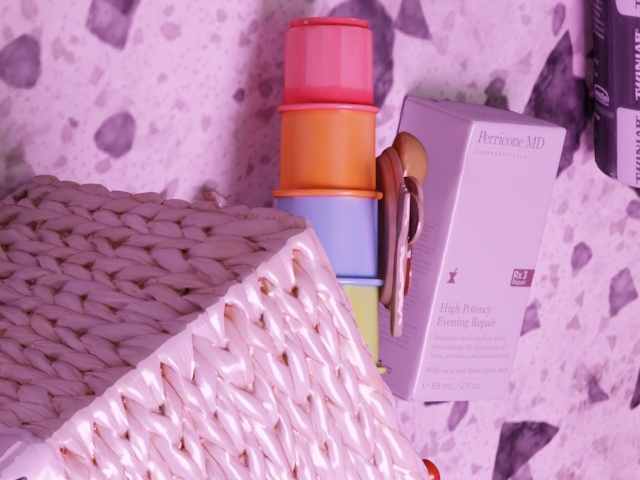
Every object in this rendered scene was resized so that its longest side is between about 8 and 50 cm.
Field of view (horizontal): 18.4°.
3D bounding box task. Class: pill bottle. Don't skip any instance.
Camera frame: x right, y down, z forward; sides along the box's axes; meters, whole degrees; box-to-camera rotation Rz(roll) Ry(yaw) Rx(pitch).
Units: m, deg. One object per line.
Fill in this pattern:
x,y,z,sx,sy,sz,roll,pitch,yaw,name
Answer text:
0.292,-0.176,1.647,0.130,0.130,0.246,-22,119,-35,pill bottle

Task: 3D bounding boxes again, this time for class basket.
-0.132,0.158,1.240,0.266,0.328,0.331,-42,121,-28,basket

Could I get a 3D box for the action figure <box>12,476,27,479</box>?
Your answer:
-0.191,0.312,0.987,0.276,0.248,0.370,-45,133,-57,action figure

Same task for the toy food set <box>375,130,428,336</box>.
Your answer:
0.060,-0.013,1.464,0.038,0.192,0.132,-1,111,-8,toy food set

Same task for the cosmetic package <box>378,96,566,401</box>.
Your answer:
0.110,0.008,1.583,0.117,0.085,0.231,1,106,-43,cosmetic package

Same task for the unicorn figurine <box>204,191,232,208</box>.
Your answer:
-0.071,0.024,1.451,0.162,0.060,0.111,-30,134,-14,unicorn figurine

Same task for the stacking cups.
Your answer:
0.000,0.000,1.420,0.096,0.096,0.316,3,84,-43,stacking cups

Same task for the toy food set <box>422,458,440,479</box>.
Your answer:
0.045,0.284,1.605,0.104,0.111,0.232,-27,119,-32,toy food set
